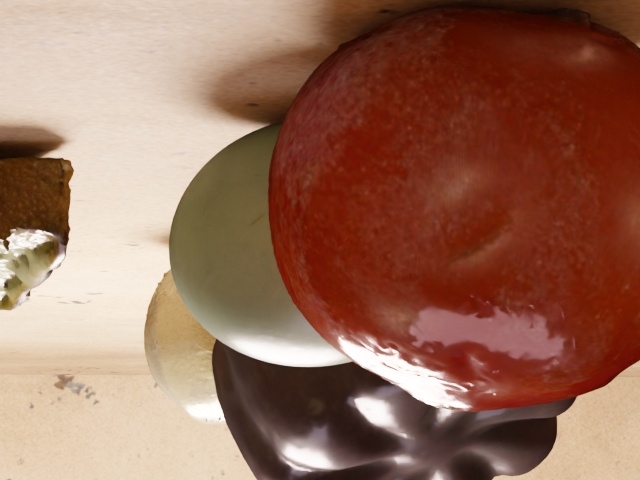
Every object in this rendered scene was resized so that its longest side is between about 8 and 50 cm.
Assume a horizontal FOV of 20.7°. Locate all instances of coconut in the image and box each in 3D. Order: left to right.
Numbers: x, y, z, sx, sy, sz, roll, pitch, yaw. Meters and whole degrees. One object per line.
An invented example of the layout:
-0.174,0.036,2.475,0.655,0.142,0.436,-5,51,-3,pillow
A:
-0.063,0.078,1.540,0.162,0.161,0.161,-7,169,24,coconut

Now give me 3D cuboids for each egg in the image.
0.000,0.000,1.047,0.192,0.149,0.149,-12,167,26,egg

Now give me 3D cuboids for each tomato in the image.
0.079,-0.011,0.860,0.232,0.189,0.232,0,168,0,tomato

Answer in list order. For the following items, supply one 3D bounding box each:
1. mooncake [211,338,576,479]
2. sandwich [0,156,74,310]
0.064,0.107,1.374,0.306,0.154,0.306,-16,147,-10,mooncake
-0.307,-0.008,1.181,0.251,0.087,0.226,2,161,-17,sandwich
